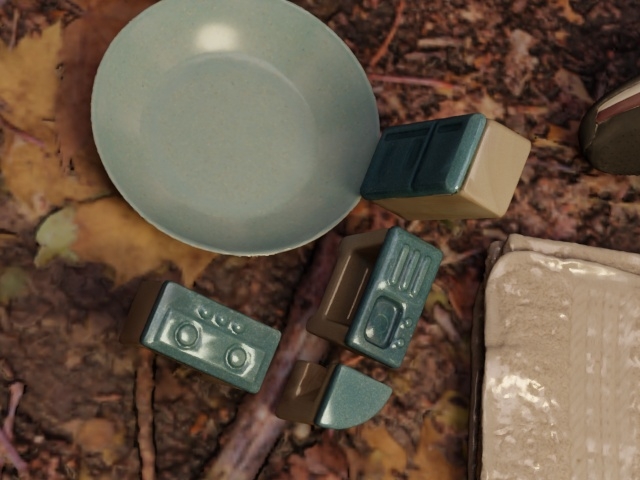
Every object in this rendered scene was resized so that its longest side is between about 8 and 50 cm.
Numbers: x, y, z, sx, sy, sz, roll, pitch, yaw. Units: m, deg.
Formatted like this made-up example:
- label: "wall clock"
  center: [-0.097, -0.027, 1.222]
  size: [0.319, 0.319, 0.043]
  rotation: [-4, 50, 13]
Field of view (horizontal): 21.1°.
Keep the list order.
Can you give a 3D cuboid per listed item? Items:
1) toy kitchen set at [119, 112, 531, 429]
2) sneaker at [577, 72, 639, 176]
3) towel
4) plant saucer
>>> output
- label: "toy kitchen set"
  center: [0.000, 0.000, 1.047]
  size: [0.166, 0.122, 0.207]
  rotation: [27, 77, -24]
- label: "sneaker"
  center: [0.313, -0.042, 1.137]
  size: [0.281, 0.106, 0.162]
  rotation: [-11, 66, 20]
- label: "towel"
  center: [0.189, 0.136, 1.125]
  size: [0.187, 0.049, 0.282]
  rotation: [7, 68, -11]
- label: "plant saucer"
  center: [-0.058, -0.075, 1.150]
  size: [0.195, 0.037, 0.195]
  rotation: [5, 68, -13]
